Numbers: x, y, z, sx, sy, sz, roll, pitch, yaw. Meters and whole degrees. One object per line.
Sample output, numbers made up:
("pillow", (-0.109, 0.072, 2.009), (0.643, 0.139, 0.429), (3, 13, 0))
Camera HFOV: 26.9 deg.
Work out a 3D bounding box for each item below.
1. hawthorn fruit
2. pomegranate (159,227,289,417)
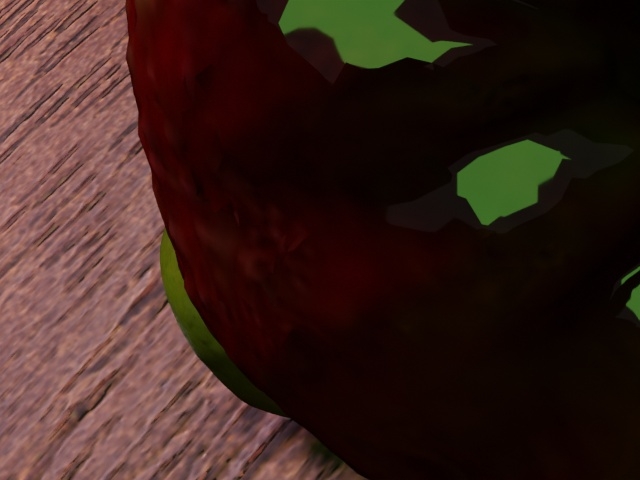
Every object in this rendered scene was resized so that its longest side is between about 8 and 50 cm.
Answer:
("hawthorn fruit", (0.133, -0.088, 0.462), (0.403, 0.403, 0.402), (-19, 40, 17))
("pomegranate", (-0.006, -0.007, 0.644), (0.143, 0.122, 0.169), (-19, 41, 21))
